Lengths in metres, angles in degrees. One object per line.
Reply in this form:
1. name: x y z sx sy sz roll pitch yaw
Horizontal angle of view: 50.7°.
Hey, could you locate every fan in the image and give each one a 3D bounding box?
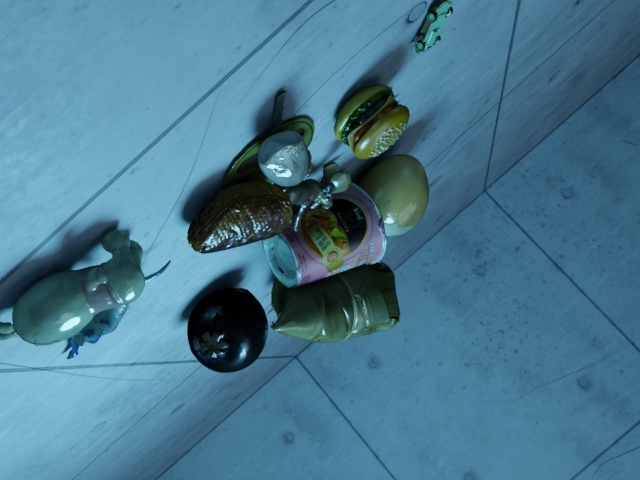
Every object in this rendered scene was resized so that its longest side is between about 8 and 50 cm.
1. fan: -0.094 -0.177 1.292 0.229 0.011 0.335 -34 164 -22

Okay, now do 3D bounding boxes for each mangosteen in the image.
1. mangosteen: -0.236 0.230 1.759 0.243 0.243 0.243 -38 166 -12

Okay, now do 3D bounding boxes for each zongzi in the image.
1. zongzi: -0.101 0.163 1.858 0.467 0.218 0.500 -1 180 -44

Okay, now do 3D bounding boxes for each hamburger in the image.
1. hamburger: 0.106 -0.244 1.400 0.162 0.115 0.162 -37 166 -11

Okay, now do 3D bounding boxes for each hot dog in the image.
1. hot dog: -0.162 -0.041 1.322 0.227 0.099 0.160 -19 161 -45

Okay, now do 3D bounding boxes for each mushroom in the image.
1. mushroom: -0.064 -0.149 1.258 0.212 0.088 0.097 16 91 -81

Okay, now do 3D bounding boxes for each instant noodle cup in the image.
1. instant noodle cup: 0.000 0.000 1.692 0.255 0.244 0.244 -25 160 -28

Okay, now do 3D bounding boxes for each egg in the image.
1. egg: 0.194 -0.122 1.839 0.201 0.201 0.244 -21 142 -54

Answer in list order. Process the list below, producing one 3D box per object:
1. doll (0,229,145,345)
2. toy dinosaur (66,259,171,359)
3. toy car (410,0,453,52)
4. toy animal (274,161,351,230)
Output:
1. doll: -0.399 0.096 1.108 0.275 0.113 0.155 -37 168 -19
2. toy dinosaur: -0.427 0.153 1.297 0.329 0.076 0.144 -43 173 19
3. toy car: 0.221 -0.423 1.330 0.059 0.035 0.122 -32 155 -33
4. toy animal: -0.024 -0.107 1.528 0.186 0.094 0.214 -54 155 16
